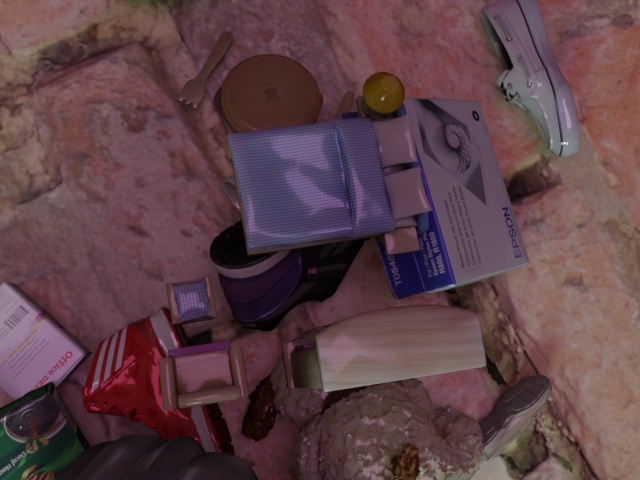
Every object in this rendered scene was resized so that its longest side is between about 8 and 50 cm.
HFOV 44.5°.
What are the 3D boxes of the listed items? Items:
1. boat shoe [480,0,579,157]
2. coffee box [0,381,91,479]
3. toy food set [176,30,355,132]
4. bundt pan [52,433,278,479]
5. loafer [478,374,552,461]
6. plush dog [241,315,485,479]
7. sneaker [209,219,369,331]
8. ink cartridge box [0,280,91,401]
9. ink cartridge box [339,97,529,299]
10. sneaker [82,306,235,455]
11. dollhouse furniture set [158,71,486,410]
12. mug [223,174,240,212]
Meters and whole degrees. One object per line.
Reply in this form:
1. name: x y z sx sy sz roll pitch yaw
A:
1. boat shoe: 0.262 -0.204 0.999 0.075 0.083 0.226 -14 72 2
2. coffee box: -0.295 0.257 0.838 0.113 0.040 0.184 -27 106 -12
3. toy food set: -0.064 -0.169 0.967 0.192 0.038 0.132 28 72 2
4. bundt pan: -0.120 0.307 0.746 0.331 0.331 0.124 34 44 -2
5. loafer: 0.233 0.215 0.949 0.125 0.045 0.039 -41 122 -8
6. plush dog: 0.033 0.194 0.862 0.262 0.211 0.225 -29 60 -13
7. sneaker: 0.000 0.000 0.930 0.283 0.107 0.124 -31 128 -26
8. ink cartridge box: -0.333 0.119 0.875 0.122 0.052 0.088 42 79 0
9. ink cartridge box: 0.140 -0.057 0.911 0.224 0.045 0.223 -11 82 -44
10. sneaker: -0.184 0.198 0.880 0.128 0.087 0.221 -24 73 -2
11. dollhouse furniture set: -0.018 -0.015 0.724 0.286 0.198 0.303 -7 80 -12
12. mug: -0.071 -0.060 0.942 0.064 0.078 0.062 -41 54 -20
